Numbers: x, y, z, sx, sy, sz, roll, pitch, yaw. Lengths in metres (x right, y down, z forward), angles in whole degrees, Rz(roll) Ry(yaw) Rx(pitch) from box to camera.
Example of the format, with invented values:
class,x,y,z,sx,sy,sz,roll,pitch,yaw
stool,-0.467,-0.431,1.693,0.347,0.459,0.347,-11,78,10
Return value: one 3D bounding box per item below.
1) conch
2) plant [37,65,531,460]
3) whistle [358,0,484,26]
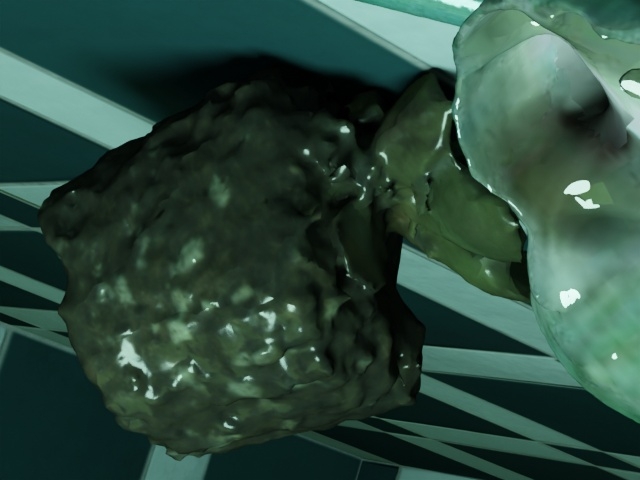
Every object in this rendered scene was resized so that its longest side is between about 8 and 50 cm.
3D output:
class,x,y,z,sx,sy,sz,roll,pitch,yaw
conch,0.166,-0.016,0.716,0.220,0.195,0.277,8,163,10
plant,0.000,0.000,1.054,0.312,0.213,0.215,-26,153,16
whistle,0.069,-0.118,0.783,0.186,0.039,0.039,15,168,8
